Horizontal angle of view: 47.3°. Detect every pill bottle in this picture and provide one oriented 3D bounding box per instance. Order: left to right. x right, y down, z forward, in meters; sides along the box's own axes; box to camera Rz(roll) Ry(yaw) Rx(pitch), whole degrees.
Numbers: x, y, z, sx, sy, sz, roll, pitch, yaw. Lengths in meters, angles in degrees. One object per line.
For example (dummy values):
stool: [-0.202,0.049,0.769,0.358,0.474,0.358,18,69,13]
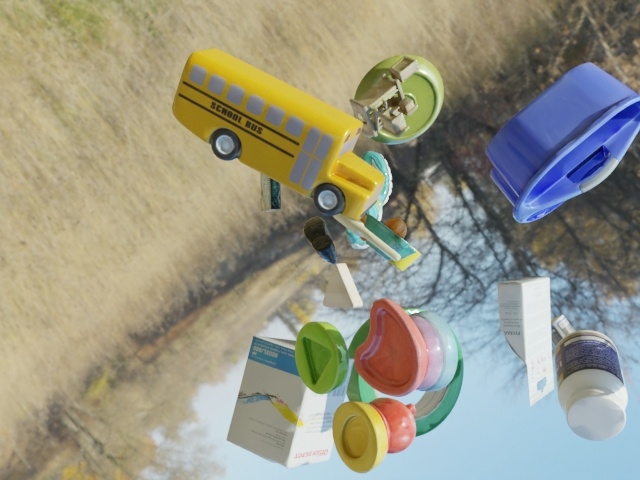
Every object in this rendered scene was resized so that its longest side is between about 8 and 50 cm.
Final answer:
pill bottle: [0.750,0.303,2.236,0.078,0.137,0.078,-32,170,-6]
pill bottle: [0.635,0.338,1.717,0.153,0.153,0.264,-39,-170,26]

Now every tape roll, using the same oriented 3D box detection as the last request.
tape roll: [0.214,0.330,1.846,0.321,0.321,0.077,-38,-164,-23]

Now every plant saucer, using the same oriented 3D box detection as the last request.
plant saucer: [0.201,-0.341,1.821,0.241,0.241,0.037,-39,-145,11]

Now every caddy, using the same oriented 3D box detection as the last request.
caddy: [0.492,-0.178,1.442,0.341,0.179,0.241,-40,154,2]

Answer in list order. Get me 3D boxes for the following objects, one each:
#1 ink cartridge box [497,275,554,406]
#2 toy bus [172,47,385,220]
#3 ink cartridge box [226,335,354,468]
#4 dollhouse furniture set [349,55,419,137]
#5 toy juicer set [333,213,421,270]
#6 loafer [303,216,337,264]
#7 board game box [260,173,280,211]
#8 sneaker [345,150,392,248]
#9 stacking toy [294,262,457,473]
ink cartridge box: [0.406,0.189,1.433,0.066,0.232,0.189,2,-178,32]
toy bus: [-0.055,-0.160,1.107,0.130,0.333,0.108,-66,170,23]
ink cartridge box: [-0.063,0.340,1.556,0.171,0.168,0.232,19,85,-57]
dollhouse furniture set: [0.195,-0.313,1.682,0.182,0.161,0.101,-40,135,-13]
toy juicer set: [0.121,-0.032,1.593,0.089,0.209,0.329,-51,168,2]
loafer: [0.000,0.000,1.820,0.062,0.061,0.170,-26,-146,5]
board game box: [-0.117,-0.161,1.691,0.026,0.186,0.126,-1,179,-15]
sneaker: [0.123,-0.114,1.950,0.107,0.275,0.110,4,166,20]
stacking toy: [0.099,0.207,1.268,0.130,0.279,0.308,-3,130,-37]
